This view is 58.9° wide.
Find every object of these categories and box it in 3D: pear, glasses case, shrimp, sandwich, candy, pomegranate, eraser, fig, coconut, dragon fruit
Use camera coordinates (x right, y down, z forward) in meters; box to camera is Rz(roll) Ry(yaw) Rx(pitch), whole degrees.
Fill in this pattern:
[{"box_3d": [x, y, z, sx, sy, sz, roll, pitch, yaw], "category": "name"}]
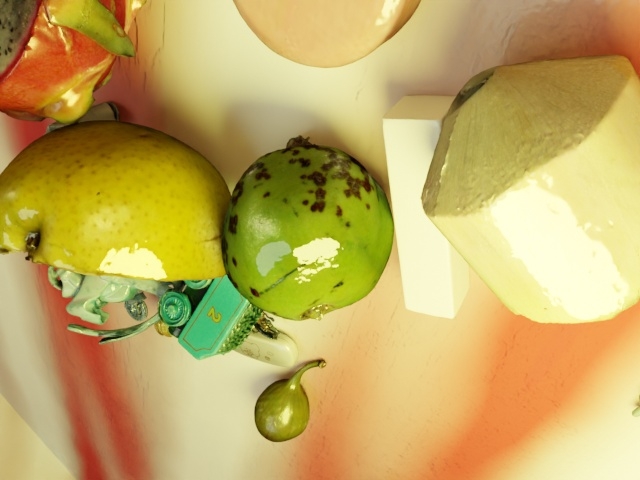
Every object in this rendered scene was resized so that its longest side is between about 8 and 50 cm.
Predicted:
[{"box_3d": [-0.275, -0.075, 0.852, 0.340, 0.386, 0.192, 18, 101, 18], "category": "pear"}, {"box_3d": [-0.132, 0.212, 1.182, 0.193, 0.049, 0.074, 11, 128, 27], "category": "glasses case"}, {"box_3d": [-0.183, 0.158, 1.138, 0.219, 0.046, 0.152, 34, 111, 19], "category": "shrimp"}, {"box_3d": [-0.479, -0.161, 1.076, 0.308, 0.128, 0.083, -39, 72, 47], "category": "glasses case"}, {"box_3d": [-0.314, 0.178, 1.247, 0.035, 0.105, 0.093, 0, 120, 36], "category": "sandwich"}, {"box_3d": [-0.006, -0.322, 0.625, 0.255, 0.094, 0.255, 20, 134, 22], "category": "candy"}, {"box_3d": [-0.019, -0.024, 0.783, 0.254, 0.271, 0.254, 0, 162, 0], "category": "pomegranate"}, {"box_3d": [0.147, -0.038, 0.757, 0.076, 0.078, 0.298, 10, 128, 30], "category": "eraser"}, {"box_3d": [-0.059, 0.321, 1.189, 0.124, 0.124, 0.236, 33, 118, 10], "category": "fig"}, {"box_3d": [0.222, -0.063, 0.569, 0.239, 0.239, 0.244, -24, 109, 45], "category": "coconut"}, {"box_3d": [-0.378, -0.306, 0.793, 0.305, 0.225, 0.306, -3, 84, 24], "category": "dragon fruit"}]

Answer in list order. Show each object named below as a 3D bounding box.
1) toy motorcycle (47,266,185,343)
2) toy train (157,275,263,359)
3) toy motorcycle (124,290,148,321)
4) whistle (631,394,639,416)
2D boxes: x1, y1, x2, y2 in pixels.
[{"box_3d": [-0.398, 0.091, 1.137, 0.154, 0.260, 0.206, 135, 116, -84], "category": "toy motorcycle"}, {"box_3d": [-0.195, 0.116, 1.054, 0.163, 0.112, 0.203, 37, 104, 19], "category": "toy train"}, {"box_3d": [-0.463, 0.064, 1.276, 0.254, 0.092, 0.135, 47, 129, 8], "category": "toy motorcycle"}, {"box_3d": [0.458, 0.214, 0.768, 0.035, 0.035, 0.100, 31, 138, 11], "category": "whistle"}]
